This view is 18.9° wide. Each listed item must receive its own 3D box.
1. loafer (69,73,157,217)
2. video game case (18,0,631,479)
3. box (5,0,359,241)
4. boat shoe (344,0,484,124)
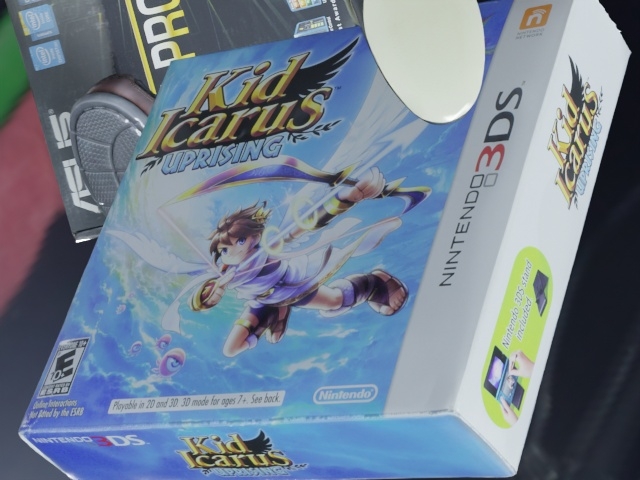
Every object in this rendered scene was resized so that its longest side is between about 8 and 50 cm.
[{"bbox_3d":[-0.102,-0.028,1.567,0.109,0.302,0.095,-1,-135,35],"label":"loafer"},{"bbox_3d":[0.000,0.000,0.958,0.269,0.061,0.244,-6,-130,37],"label":"video game case"},{"bbox_3d":[-0.124,-0.226,1.786,0.318,0.395,0.097,-12,-172,14],"label":"box"},{"bbox_3d":[0.031,-0.107,0.801,0.049,0.043,0.137,-20,-105,-10],"label":"boat shoe"}]
